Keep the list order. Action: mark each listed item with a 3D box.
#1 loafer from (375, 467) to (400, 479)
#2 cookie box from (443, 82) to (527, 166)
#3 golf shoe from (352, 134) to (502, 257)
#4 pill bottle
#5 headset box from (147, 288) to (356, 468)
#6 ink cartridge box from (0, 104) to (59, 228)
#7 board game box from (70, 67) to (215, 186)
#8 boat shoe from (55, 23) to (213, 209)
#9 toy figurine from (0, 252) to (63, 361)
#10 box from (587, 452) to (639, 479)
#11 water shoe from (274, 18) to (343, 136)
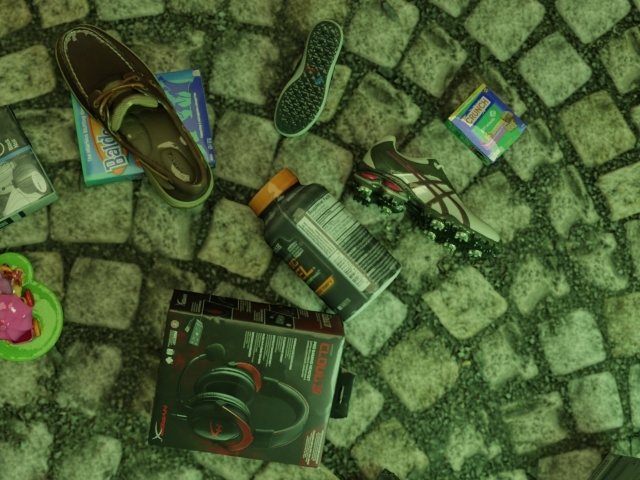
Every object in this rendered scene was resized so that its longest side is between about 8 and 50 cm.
[{"bbox_3d":[0.061,0.426,1.611,0.170,0.062,0.061,-34,65,-14],"label":"loafer"},{"bbox_3d":[0.276,-0.194,1.734,0.107,0.040,0.092,44,80,2],"label":"cookie box"},{"bbox_3d":[0.187,-0.070,1.676,0.272,0.105,0.120,30,72,-2],"label":"golf shoe"},{"bbox_3d":[0.000,0.000,1.625,0.130,0.130,0.246,-44,88,-11],"label":"pill bottle"},{"bbox_3d":[-0.097,0.209,1.557,0.293,0.110,0.218,10,103,-6],"label":"headset box"},{"bbox_3d":[-0.592,-0.062,1.595,0.332,0.065,0.165,-30,87,-10],"label":"ink cartridge box"},{"bbox_3d":[-0.284,-0.181,1.658,0.210,0.047,0.160,-10,83,-8],"label":"board game box"},{"bbox_3d":[-0.283,-0.201,1.573,0.123,0.123,0.342,-35,87,-11],"label":"boat shoe"},{"bbox_3d":[-0.462,0.091,1.538,0.130,0.159,0.173,-13,83,-9],"label":"toy figurine"},{"bbox_3d":[0.452,0.399,1.593,0.038,0.186,0.145,42,78,0],"label":"box"},{"bbox_3d":[-0.011,-0.264,1.696,0.073,0.080,0.203,26,104,1],"label":"water shoe"}]
